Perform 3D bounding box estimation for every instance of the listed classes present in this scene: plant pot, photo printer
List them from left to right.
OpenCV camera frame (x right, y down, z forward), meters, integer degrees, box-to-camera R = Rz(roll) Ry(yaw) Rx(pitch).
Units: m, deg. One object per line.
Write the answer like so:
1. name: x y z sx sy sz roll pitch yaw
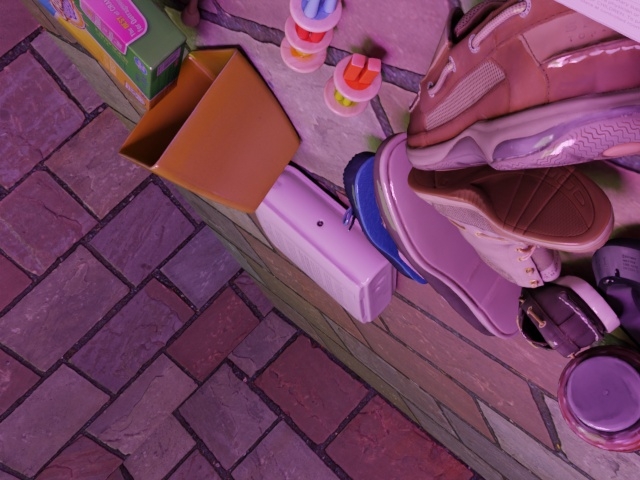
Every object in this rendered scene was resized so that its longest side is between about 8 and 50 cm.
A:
1. plant pot: -0.163 -0.159 1.089 0.187 0.212 0.212 38 173 -31
2. photo printer: 0.000 0.000 1.274 0.307 0.107 0.256 41 167 20

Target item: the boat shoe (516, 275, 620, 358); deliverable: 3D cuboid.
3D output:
1. boat shoe: 0.247 0.082 0.745 0.081 0.069 0.228 51 -179 7

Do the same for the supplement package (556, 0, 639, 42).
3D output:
1. supplement package: 0.152 -0.166 0.237 0.105 0.105 0.179 39 168 25

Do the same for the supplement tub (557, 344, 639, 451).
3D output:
1. supplement tub: 0.308 0.166 0.711 0.106 0.106 0.198 37 -177 32

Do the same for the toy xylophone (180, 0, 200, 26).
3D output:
1. toy xylophone: -0.258 -0.389 0.890 0.236 0.081 0.323 44 168 -1

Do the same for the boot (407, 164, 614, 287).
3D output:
1. boot: 0.198 -0.009 0.643 0.165 0.077 0.213 42 170 -37

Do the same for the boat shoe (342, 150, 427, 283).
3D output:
1. boat shoe: 0.083 -0.025 0.930 0.089 0.109 0.258 38 164 44

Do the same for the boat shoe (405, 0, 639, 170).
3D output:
1. boat shoe: 0.136 -0.114 0.494 0.324 0.123 0.116 -152 53 -78

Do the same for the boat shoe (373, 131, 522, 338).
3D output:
1. boat shoe: 0.142 0.003 0.818 0.335 0.112 0.095 48 163 -32

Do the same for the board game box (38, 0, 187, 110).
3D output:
1. board game box: -0.323 -0.336 0.927 0.316 0.064 0.242 45 168 -9

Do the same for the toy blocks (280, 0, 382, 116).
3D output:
1. toy blocks: 0.017 -0.197 0.693 0.123 0.054 0.148 45 167 0

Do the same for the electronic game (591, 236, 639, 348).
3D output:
1. electronic game: 0.334 0.083 0.594 0.229 0.048 0.229 45 177 3
